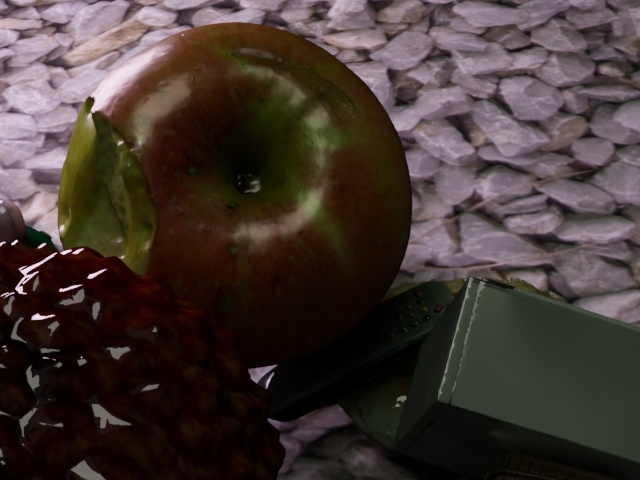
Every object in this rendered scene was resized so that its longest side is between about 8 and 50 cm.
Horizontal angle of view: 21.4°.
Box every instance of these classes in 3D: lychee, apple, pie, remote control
[{"bbox_3d":[-0.216,0.223,1.373,0.424,0.500,0.425,-32,37,28],"label":"lychee"},{"bbox_3d":[-0.084,-0.034,1.617,0.339,0.340,0.340,-4,38,3],"label":"apple"},{"bbox_3d":[0.153,0.124,1.706,0.306,0.071,0.306,-3,39,2],"label":"pie"},{"bbox_3d":[0.036,0.111,1.661,0.222,0.042,0.072,-30,38,9],"label":"remote control"}]

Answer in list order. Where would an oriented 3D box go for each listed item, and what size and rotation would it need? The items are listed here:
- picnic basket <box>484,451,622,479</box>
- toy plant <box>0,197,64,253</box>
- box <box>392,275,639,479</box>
[{"bbox_3d":[0.198,0.264,1.448,0.115,0.164,0.079,10,50,20],"label":"picnic basket"},{"bbox_3d":[-0.289,0.066,1.719,0.112,0.233,0.243,-31,57,-25],"label":"toy plant"},{"bbox_3d":[0.201,0.142,1.483,0.225,0.225,0.117,17,71,-2],"label":"box"}]
